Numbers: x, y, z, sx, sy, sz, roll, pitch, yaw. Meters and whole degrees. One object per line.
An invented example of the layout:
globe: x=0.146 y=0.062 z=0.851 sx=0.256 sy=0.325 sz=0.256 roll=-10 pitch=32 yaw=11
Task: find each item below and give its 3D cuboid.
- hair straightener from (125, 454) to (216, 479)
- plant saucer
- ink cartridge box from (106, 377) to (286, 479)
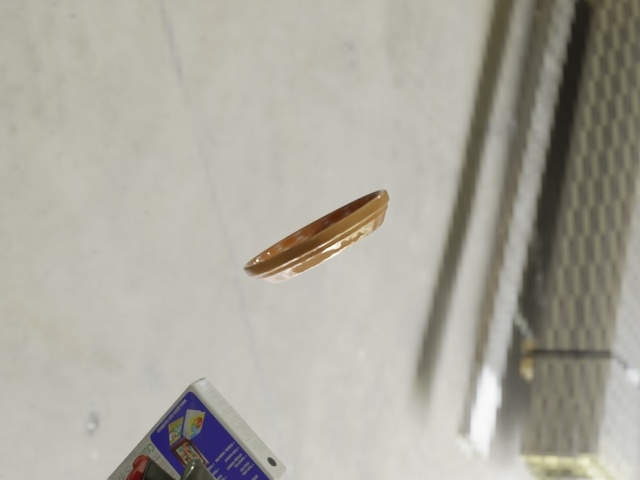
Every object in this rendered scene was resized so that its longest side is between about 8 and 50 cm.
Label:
hair straightener: x=-0.042 y=0.218 z=1.142 sx=0.230 sy=0.089 sz=0.047 roll=57 pitch=42 yaw=-41
plant saucer: x=0.000 y=0.000 z=2.070 sx=0.037 sy=0.200 sz=0.200 roll=62 pitch=34 yaw=-5
ink cartridge box: x=-0.137 y=0.307 z=2.062 sx=0.208 sy=0.206 sz=0.045 roll=49 pitch=31 yaw=12
